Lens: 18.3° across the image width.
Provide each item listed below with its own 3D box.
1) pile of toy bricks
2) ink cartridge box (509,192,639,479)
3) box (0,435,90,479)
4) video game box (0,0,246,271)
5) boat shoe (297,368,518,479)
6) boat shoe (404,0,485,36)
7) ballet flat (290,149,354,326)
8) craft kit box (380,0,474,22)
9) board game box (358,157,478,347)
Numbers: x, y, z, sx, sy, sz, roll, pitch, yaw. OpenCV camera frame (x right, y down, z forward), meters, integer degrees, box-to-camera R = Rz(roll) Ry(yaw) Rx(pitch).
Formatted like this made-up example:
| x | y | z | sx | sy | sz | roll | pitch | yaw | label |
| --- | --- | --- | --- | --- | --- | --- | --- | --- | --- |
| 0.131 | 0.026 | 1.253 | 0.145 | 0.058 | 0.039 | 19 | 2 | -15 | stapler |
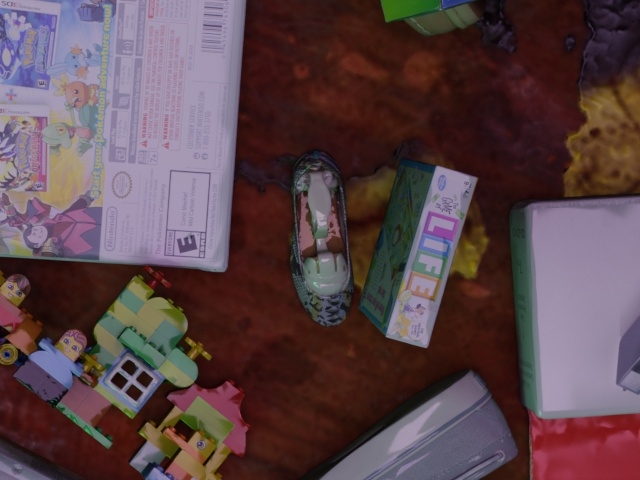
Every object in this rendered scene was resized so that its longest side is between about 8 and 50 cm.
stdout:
| x | y | z | sx | sy | sz | roll | pitch | yaw | label |
| --- | --- | --- | --- | --- | --- | --- | --- | --- | --- |
| -0.123 | 0.067 | 1.222 | 0.212 | 0.118 | 0.105 | 39 | 83 | -7 | pile of toy bricks |
| 0.278 | 0.095 | 1.280 | 0.296 | 0.066 | 0.261 | -4 | 93 | -4 | ink cartridge box |
| -0.229 | 0.214 | 1.252 | 0.231 | 0.056 | 0.183 | 27 | 91 | -6 | box |
| -0.144 | -0.087 | 1.243 | 0.187 | 0.048 | 0.205 | 4 | 93 | -7 | video game box |
| 0.027 | 0.175 | 1.258 | 0.227 | 0.079 | 0.081 | -36 | 92 | -5 | boat shoe |
| -0.041 | -0.238 | 1.213 | 0.341 | 0.122 | 0.110 | 44 | 108 | -9 | boat shoe |
| 0.000 | 0.000 | 1.264 | 0.041 | 0.041 | 0.114 | -6 | 95 | -4 | ballet flat |
| 0.110 | -0.274 | 1.182 | 0.250 | 0.061 | 0.247 | -19 | 99 | -39 | craft kit box |
| 0.057 | 0.004 | 1.211 | 0.026 | 0.154 | 0.103 | 16 | 93 | -6 | board game box |
